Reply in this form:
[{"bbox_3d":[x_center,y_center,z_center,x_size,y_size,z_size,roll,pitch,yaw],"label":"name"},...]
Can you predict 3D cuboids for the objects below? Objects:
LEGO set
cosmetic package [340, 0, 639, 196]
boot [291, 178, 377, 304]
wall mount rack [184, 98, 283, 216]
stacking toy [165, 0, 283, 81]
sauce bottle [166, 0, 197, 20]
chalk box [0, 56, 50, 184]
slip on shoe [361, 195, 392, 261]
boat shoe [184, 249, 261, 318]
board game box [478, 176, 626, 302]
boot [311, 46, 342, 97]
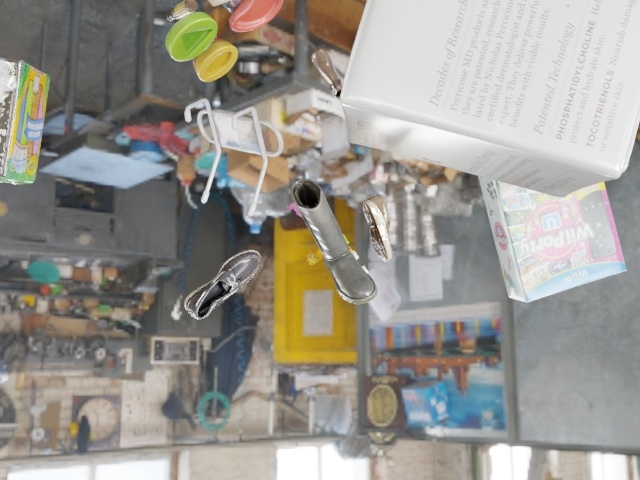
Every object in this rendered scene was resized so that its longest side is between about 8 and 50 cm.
[{"bbox_3d":[0.000,0.000,1.568,0.093,0.227,0.087,-33,177,-2],"label":"LEGO set"},{"bbox_3d":[0.265,-0.282,1.143,0.393,0.328,0.329,16,179,5],"label":"cosmetic package"},{"bbox_3d":[0.026,0.002,1.395,0.076,0.189,0.209,-30,135,-14],"label":"boot"},{"bbox_3d":[-0.264,-0.248,2.145,0.350,0.304,0.130,17,-140,38],"label":"wall mount rack"},{"bbox_3d":[-0.260,-0.552,1.780,0.309,0.130,0.279,-43,165,18],"label":"stacking toy"},{"bbox_3d":[-0.403,-0.664,2.134,0.042,0.042,0.128,9,173,-41],"label":"sauce bottle"},{"bbox_3d":[-0.640,-0.199,1.394,0.180,0.289,0.179,10,-177,-5],"label":"chalk box"},{"bbox_3d":[0.120,-0.024,1.455,0.041,0.135,0.051,-29,-161,-24],"label":"slip on shoe"},{"bbox_3d":[-0.208,0.102,1.648,0.075,0.206,0.065,57,169,-30],"label":"boat shoe"},{"bbox_3d":[0.453,-0.056,1.470,0.223,0.304,0.097,-17,-175,-8],"label":"board game box"},{"bbox_3d":[0.021,-0.360,1.601,0.042,0.087,0.118,-30,170,6],"label":"boot"}]
